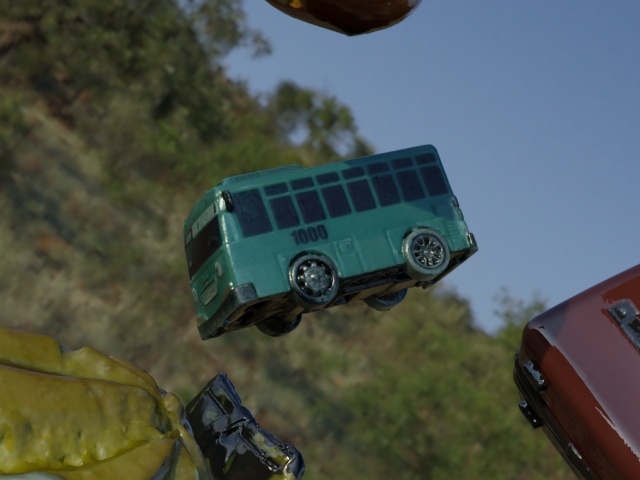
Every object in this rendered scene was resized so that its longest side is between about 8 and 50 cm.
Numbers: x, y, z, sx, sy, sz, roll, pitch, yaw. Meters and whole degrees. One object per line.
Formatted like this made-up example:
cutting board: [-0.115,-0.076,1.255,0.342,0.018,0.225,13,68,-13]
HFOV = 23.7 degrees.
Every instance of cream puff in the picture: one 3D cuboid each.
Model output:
cream puff: [-0.234,0.201,1.149,0.378,0.275,0.378,29,-20,11]

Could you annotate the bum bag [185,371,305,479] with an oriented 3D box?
bum bag: [-0.094,0.237,1.719,0.060,0.106,0.232,35,4,-36]

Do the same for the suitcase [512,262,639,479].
suitcase: [0.368,0.181,1.637,0.297,0.236,0.161,55,-17,34]

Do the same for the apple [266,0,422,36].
apple: [0.010,-0.272,1.280,0.199,0.199,0.199,38,-6,5]

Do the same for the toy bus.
toy bus: [0.000,0.000,1.434,0.128,0.256,0.147,-45,-119,60]
